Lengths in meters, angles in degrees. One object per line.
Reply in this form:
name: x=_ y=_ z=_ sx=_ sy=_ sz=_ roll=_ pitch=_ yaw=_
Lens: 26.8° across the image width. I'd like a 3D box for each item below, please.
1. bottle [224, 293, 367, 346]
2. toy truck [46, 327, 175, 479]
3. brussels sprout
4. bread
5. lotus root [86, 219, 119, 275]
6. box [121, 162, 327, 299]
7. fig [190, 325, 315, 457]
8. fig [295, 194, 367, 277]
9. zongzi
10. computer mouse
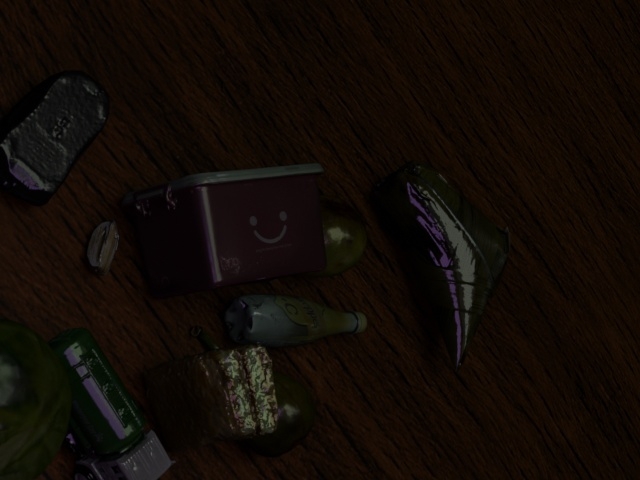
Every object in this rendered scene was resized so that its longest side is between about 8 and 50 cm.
bottle: x=-0.030 y=0.126 z=2.121 sx=0.269 sy=0.083 sz=0.083 roll=3 pitch=73 yaw=-45
toy truck: x=-0.298 y=0.232 z=1.793 sx=0.101 sy=0.125 sz=0.242 roll=-40 pitch=105 yaw=-45
brussels sprout: x=-0.437 y=0.212 z=1.612 sx=0.271 sy=0.210 sz=0.219 roll=-54 pitch=135 yaw=-29
bread: x=-0.152 y=0.220 z=1.888 sx=0.102 sy=0.196 sz=0.138 roll=-20 pitch=94 yaw=-43
lotus root: x=-0.314 y=0.011 z=1.927 sx=0.037 sy=0.030 sz=0.083 roll=61 pitch=37 yaw=-55
box: x=-0.132 y=-0.013 z=2.008 sx=0.294 sy=0.193 sz=0.167 roll=-8 pitch=89 yaw=-46
fig: x=-0.112 y=0.219 z=2.012 sx=0.236 sy=0.124 sz=0.124 roll=44 pitch=44 yaw=9
fig: x=0.005 y=-0.009 z=2.176 sx=0.153 sy=0.121 sz=0.136 roll=-20 pitch=50 yaw=-28
zongzi: x=0.195 y=0.045 z=2.335 sx=0.286 sy=0.138 sz=0.300 roll=37 pitch=54 yaw=-25
computer mouse: x=-0.384 y=-0.148 z=1.887 sx=0.122 sy=0.073 sz=0.217 roll=45 pitch=55 yaw=-19
